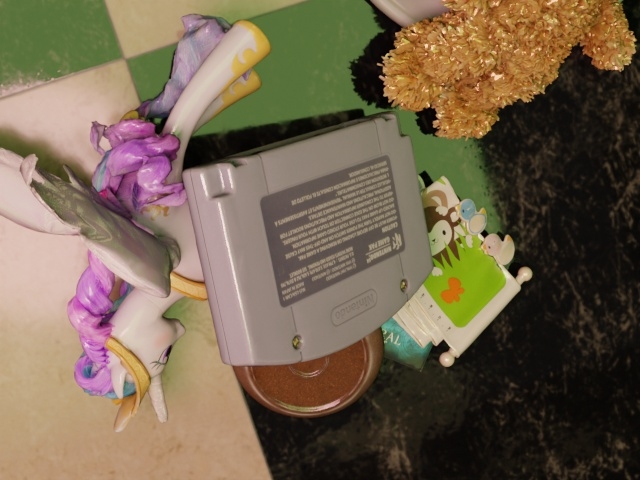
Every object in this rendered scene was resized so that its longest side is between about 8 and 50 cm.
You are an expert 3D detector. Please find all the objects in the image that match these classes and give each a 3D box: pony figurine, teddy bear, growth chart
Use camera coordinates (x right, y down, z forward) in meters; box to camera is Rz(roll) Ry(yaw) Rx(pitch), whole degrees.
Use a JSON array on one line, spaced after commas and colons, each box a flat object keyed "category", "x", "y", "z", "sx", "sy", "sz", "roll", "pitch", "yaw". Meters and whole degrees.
[{"category": "pony figurine", "x": -0.163, "y": -0.033, "z": 1.031, "sx": 0.363, "sy": 0.303, "sz": 0.351, "roll": -52, "pitch": 129, "yaw": -13}, {"category": "teddy bear", "x": 0.213, "y": -0.219, "z": 1.078, "sx": 0.338, "sy": 0.113, "sz": 0.245, "roll": -29, "pitch": 133, "yaw": 15}, {"category": "growth chart", "x": 0.114, "y": 0.018, "z": 1.169, "sx": 0.237, "sy": 0.021, "sz": 0.172, "roll": 42, "pitch": 77, "yaw": -22}]

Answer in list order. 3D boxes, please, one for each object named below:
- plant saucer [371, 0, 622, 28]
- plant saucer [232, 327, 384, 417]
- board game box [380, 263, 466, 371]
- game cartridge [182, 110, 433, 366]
[{"category": "plant saucer", "x": 0.196, "y": -0.395, "z": 1.124, "sx": 0.400, "sy": 0.100, "sz": 0.401, "roll": -1, "pitch": 97, "yaw": -8}, {"category": "plant saucer", "x": -0.014, "y": 0.122, "z": 1.179, "sx": 0.168, "sy": 0.029, "sz": 0.168, "roll": -1, "pitch": 109, "yaw": -2}, {"category": "board game box", "x": 0.051, "y": 0.052, "z": 1.199, "sx": 0.186, "sy": 0.026, "sz": 0.126, "roll": 23, "pitch": 94, "yaw": -11}, {"category": "game cartridge", "x": 0.000, "y": 0.000, "z": 1.011, "sx": 0.297, "sy": 0.062, "sz": 0.198, "roll": -22, "pitch": 109, "yaw": -50}]
